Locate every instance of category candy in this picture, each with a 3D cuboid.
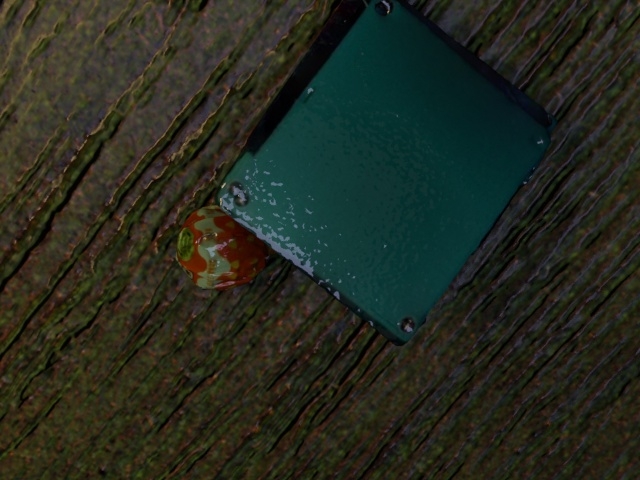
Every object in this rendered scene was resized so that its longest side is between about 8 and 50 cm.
[{"bbox_3d":[0.000,0.002,0.866,0.288,0.078,0.084,-5,137,-12],"label":"candy"}]

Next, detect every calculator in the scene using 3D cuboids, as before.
[{"bbox_3d":[0.063,-0.070,0.816,0.248,0.058,0.274,35,84,-12],"label":"calculator"}]
